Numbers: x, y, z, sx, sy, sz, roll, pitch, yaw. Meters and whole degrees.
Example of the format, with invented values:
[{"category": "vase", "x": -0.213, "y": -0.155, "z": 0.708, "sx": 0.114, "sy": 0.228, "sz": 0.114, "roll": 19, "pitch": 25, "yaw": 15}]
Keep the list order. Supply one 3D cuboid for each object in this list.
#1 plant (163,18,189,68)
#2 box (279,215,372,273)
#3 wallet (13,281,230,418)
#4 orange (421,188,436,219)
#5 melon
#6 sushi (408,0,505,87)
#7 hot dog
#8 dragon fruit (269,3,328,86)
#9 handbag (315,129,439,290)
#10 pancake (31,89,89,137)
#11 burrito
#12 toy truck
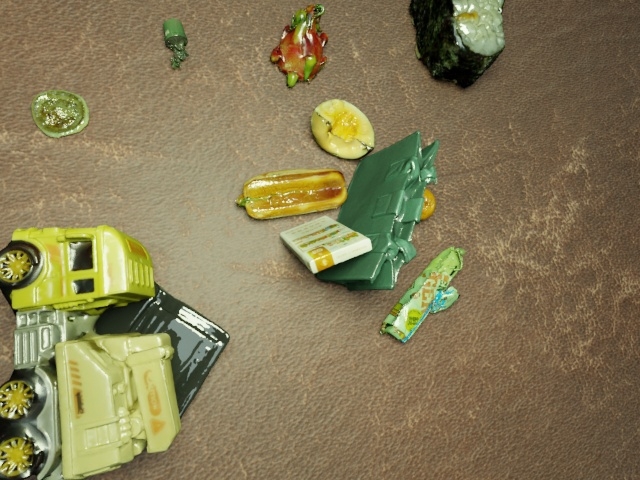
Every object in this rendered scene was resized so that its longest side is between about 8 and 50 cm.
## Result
[{"category": "plant", "x": -0.315, "y": -0.428, "z": 0.887, "sx": 0.051, "sy": 0.051, "sz": 0.102, "roll": -11, "pitch": 89, "yaw": -17}, {"category": "box", "x": 0.000, "y": 0.001, "z": 0.814, "sx": 0.122, "sy": 0.220, "sz": 0.032, "roll": -21, "pitch": 111, "yaw": -14}, {"category": "wallet", "x": -0.365, "y": 0.196, "z": 0.774, "sx": 0.323, "sy": 0.041, "sz": 0.247, "roll": 33, "pitch": 73, "yaw": -5}, {"category": "orange", "x": 0.239, "y": -0.090, "z": 0.974, "sx": 0.084, "sy": 0.070, "sz": 0.083, "roll": 1, "pitch": 85, "yaw": -17}, {"category": "melon", "x": 0.053, "y": -0.262, "z": 0.954, "sx": 0.160, "sy": 0.079, "sz": 0.128, "roll": 30, "pitch": 56, "yaw": -8}, {"category": "sushi", "x": 0.351, "y": -0.573, "z": 1.034, "sx": 0.211, "sy": 0.171, "sz": 0.349, "roll": -3, "pitch": 82, "yaw": -18}, {"category": "hot dog", "x": -0.064, "y": -0.107, "z": 0.895, "sx": 0.251, "sy": 0.076, "sz": 0.104, "roll": -11, "pitch": 104, "yaw": -13}, {"category": "dragon fruit", "x": -0.047, "y": -0.465, "z": 0.945, "sx": 0.139, "sy": 0.174, "sz": 0.142, "roll": -9, "pitch": 53, "yaw": -26}, {"category": "handbag", "x": 0.123, "y": -0.051, "z": 0.849, "sx": 0.090, "sy": 0.239, "sz": 0.326, "roll": 27, "pitch": 74, "yaw": -20}, {"category": "pancake", "x": -0.527, "y": -0.260, "z": 0.817, "sx": 0.108, "sy": 0.017, "sz": 0.107, "roll": 1, "pitch": 85, "yaw": -15}, {"category": "burrito", "x": 0.258, "y": 0.134, "z": 0.950, "sx": 0.104, "sy": 0.054, "sz": 0.288, "roll": 44, "pitch": 73, "yaw": -5}, {"category": "toy truck", "x": -0.375, "y": 0.174, "z": 0.666, "sx": 0.255, "sy": 0.180, "sz": 0.404, "roll": -8, "pitch": 79, "yaw": -8}]
